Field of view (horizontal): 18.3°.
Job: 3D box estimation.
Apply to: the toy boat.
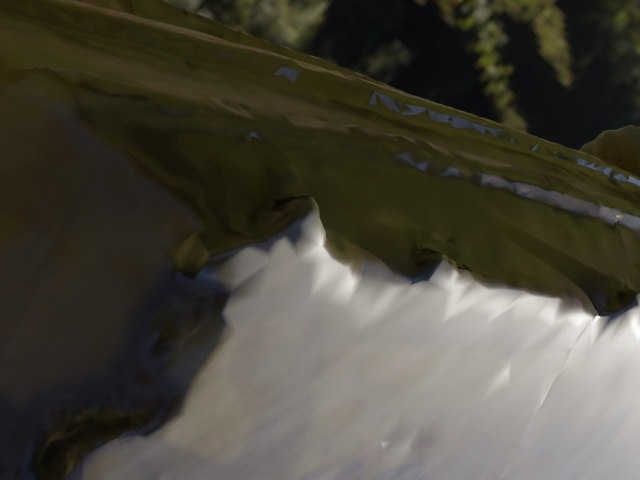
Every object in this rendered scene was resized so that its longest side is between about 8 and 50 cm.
[{"bbox_3d":[0.000,0.000,0.522,0.445,0.162,0.136,12,111,-56],"label":"toy boat"}]
